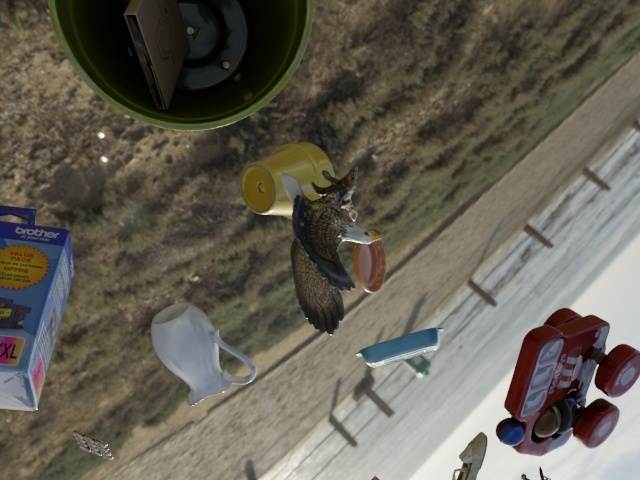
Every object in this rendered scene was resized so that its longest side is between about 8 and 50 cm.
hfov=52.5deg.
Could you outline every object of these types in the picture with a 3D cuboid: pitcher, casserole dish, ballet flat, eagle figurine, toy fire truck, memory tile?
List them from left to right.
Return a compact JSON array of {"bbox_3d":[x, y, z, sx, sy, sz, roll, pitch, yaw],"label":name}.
[{"bbox_3d":[-0.674,0.606,1.918,0.148,0.113,0.012,98,14,-53],"label":"memory tile"},{"bbox_3d":[-0.243,0.228,1.348,0.178,0.207,0.125,-18,-159,12],"label":"pitcher"},{"bbox_3d":[0.009,0.000,1.275,0.225,0.226,0.298,-13,-134,45],"label":"eagle figurine"},{"bbox_3d":[0.167,0.223,1.331,0.188,0.037,0.114,-18,160,8],"label":"casserole dish"},{"bbox_3d":[0.329,0.507,1.450,0.057,0.052,0.168,-154,-103,-81],"label":"ballet flat"},{"bbox_3d":[0.429,0.275,1.203,0.254,0.169,0.302,-8,120,-32],"label":"toy fire truck"}]

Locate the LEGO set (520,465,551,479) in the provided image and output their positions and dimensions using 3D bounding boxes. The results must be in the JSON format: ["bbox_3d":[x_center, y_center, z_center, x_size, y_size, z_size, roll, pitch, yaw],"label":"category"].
[{"bbox_3d":[0.661,0.789,1.736,0.192,0.331,0.255,-10,-178,-43],"label":"LEGO set"}]

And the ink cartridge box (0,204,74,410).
[{"bbox_3d":[-0.632,0.103,1.222,0.270,0.395,0.151,7,135,-11],"label":"ink cartridge box"}]

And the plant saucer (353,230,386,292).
[{"bbox_3d":[0.154,0.069,2.073,0.200,0.037,0.200,11,77,-59],"label":"plant saucer"}]

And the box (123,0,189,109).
[{"bbox_3d":[-0.255,-0.334,1.033,0.164,0.021,0.201,80,9,-46],"label":"box"}]

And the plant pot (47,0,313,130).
[{"bbox_3d":[-0.217,-0.371,1.077,0.366,0.366,0.353,-47,-166,2],"label":"plant pot"}]

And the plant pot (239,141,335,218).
[{"bbox_3d":[-0.120,-0.184,2.104,0.239,0.254,0.254,-18,146,-49],"label":"plant pot"}]

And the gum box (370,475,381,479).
[{"bbox_3d":[0.125,0.588,1.341,0.107,0.062,0.188,-39,119,-19],"label":"gum box"}]
